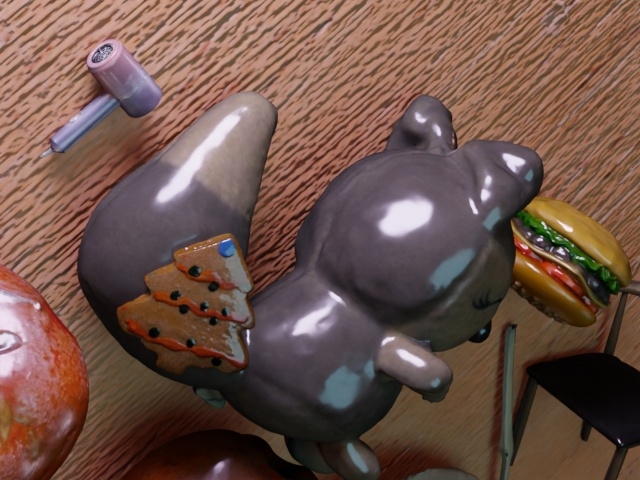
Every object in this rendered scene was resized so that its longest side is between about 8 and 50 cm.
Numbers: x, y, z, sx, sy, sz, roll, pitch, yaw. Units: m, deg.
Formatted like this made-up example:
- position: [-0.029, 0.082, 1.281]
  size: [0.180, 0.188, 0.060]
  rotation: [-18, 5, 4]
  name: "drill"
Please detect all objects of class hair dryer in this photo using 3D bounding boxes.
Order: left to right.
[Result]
- position: [-0.194, -0.110, 1.048]
  size: [0.114, 0.037, 0.063]
  rotation: [-42, 131, -2]
  name: "hair dryer"

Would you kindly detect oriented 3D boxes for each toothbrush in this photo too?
- position: [0.232, 0.233, 1.567]
  size: [0.026, 0.028, 0.294]
  rotation: [-32, 134, -48]
  name: "toothbrush"

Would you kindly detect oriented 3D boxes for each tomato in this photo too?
- position: [-0.297, 0.121, 0.979]
  size: [0.232, 0.232, 0.188]
  rotation: [-13, 150, -32]
  name: "tomato"

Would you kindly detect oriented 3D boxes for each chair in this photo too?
- position: [0.364, 0.198, 1.549]
  size: [0.166, 0.188, 0.272]
  rotation: [-8, 122, -36]
  name: "chair"

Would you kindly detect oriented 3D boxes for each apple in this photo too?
- position: [-0.106, 0.296, 1.209]
  size: [0.234, 0.234, 0.234]
  rotation: [-18, 124, -29]
  name: "apple"

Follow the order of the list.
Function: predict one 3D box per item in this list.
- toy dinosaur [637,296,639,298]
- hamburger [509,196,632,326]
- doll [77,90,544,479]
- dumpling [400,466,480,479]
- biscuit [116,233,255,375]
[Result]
- position: [0.473, -0.016, 1.616]
  size: [0.108, 0.032, 0.220]
  rotation: [27, 105, -47]
  name: "toy dinosaur"
- position: [0.267, 0.023, 1.394]
  size: [0.115, 0.162, 0.162]
  rotation: [-52, 134, -1]
  name: "hamburger"
- position: [0.018, 0.008, 1.137]
  size: [0.378, 0.252, 0.382]
  rotation: [37, 83, -44]
  name: "doll"
- position: [0.106, 0.416, 1.445]
  size: [0.395, 0.233, 0.315]
  rotation: [-29, 127, -41]
  name: "dumpling"
- position: [-0.101, 0.053, 1.032]
  size: [0.119, 0.019, 0.130]
  rotation: [21, 104, -11]
  name: "biscuit"
